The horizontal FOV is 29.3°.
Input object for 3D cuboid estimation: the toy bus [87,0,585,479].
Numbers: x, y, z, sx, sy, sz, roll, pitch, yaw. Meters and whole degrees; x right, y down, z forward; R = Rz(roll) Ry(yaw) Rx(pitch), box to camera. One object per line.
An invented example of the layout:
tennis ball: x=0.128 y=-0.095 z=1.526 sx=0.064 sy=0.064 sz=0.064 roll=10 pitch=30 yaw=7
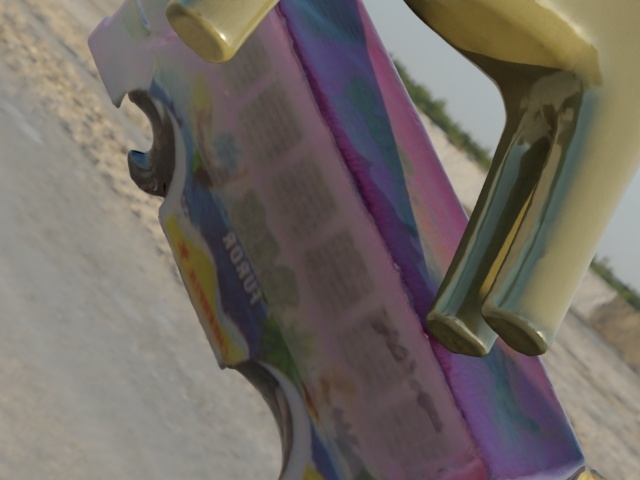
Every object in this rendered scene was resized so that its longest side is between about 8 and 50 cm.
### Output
toy bus: x=-0.001 y=0.000 z=0.501 sx=0.090 sy=0.112 sz=0.274 roll=-2 pitch=60 yaw=-46

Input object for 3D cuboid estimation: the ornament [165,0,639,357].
ornament: x=0.043 y=-0.123 z=0.412 sx=0.230 sy=0.245 sz=0.061 roll=41 pitch=-25 yaw=-20

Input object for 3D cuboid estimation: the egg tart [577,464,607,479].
egg tart: x=0.133 y=0.223 z=0.577 sx=0.294 sy=0.123 sz=0.294 roll=49 pitch=14 yaw=-16
